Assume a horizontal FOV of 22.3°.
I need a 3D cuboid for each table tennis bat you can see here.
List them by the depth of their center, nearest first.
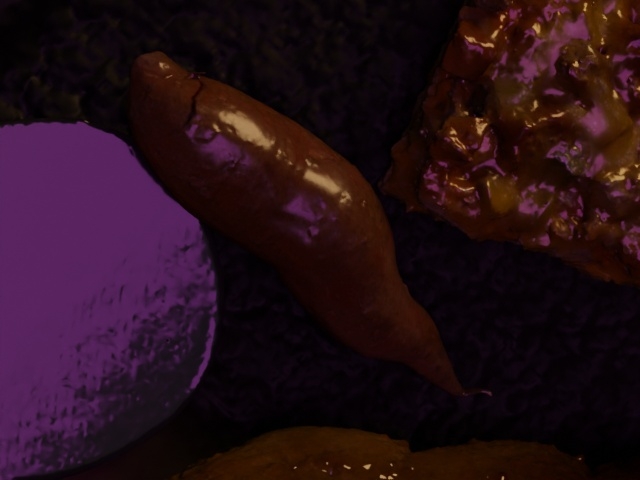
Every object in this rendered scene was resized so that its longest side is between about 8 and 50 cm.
[{"bbox_3d":[-0.155,0.038,0.589,0.246,0.022,0.138,-17,102,-11],"label":"table tennis bat"}]

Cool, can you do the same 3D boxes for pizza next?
[{"bbox_3d":[0.091,-0.040,0.618,0.134,0.046,0.175,-34,105,-6],"label":"pizza"}]

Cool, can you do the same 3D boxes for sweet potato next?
[{"bbox_3d":[0.000,0.000,0.604,0.056,0.056,0.195,-44,111,-3],"label":"sweet potato"}]

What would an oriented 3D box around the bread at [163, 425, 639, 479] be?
[{"bbox_3d":[0.056,0.134,0.619,0.344,0.084,0.124,9,97,-13],"label":"bread"}]
